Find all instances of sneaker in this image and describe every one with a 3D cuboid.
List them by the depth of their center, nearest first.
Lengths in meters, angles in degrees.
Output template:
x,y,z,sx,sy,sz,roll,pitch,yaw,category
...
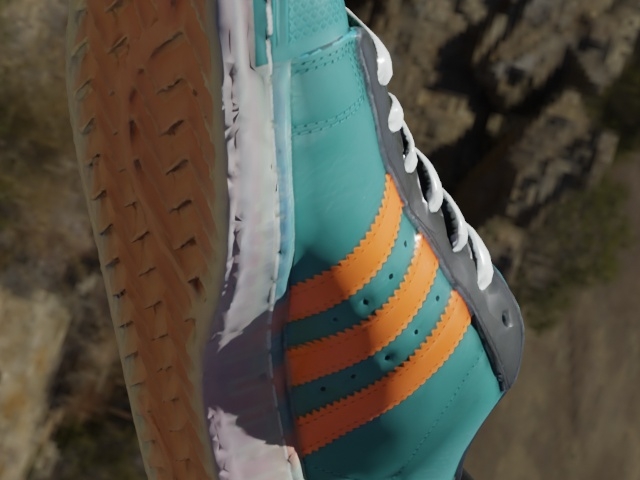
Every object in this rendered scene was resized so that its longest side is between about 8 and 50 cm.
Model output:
x,y,z,sx,sy,sz,roll,pitch,yaw,category
0.000,0.000,0.547,0.121,0.108,0.302,-22,134,-22,sneaker
